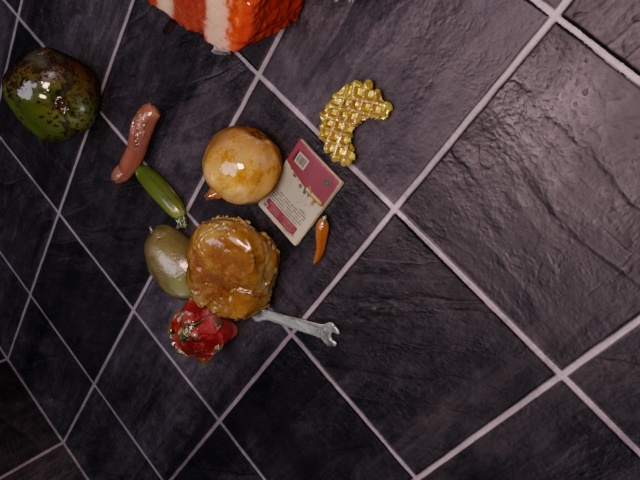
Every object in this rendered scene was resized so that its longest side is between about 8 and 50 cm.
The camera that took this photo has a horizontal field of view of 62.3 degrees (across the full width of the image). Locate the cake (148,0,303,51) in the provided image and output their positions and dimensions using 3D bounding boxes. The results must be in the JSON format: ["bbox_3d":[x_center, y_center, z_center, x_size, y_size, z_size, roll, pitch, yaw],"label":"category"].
[{"bbox_3d":[-0.200,-0.611,1.127,0.319,0.269,0.270,36,144,9],"label":"cake"}]

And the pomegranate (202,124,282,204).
[{"bbox_3d":[-0.195,-0.189,1.334,0.207,0.207,0.207,10,108,32],"label":"pomegranate"}]

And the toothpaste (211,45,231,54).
[{"bbox_3d":[-0.246,-0.597,1.344,0.089,0.057,0.235,7,97,30],"label":"toothpaste"}]

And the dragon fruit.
[{"bbox_3d":[-0.376,0.274,1.577,0.269,0.200,0.199,-23,79,37],"label":"dragon fruit"}]

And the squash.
[{"bbox_3d":[-0.481,-0.144,1.617,0.252,0.066,0.066,46,123,14],"label":"squash"}]

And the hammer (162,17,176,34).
[{"bbox_3d":[-0.387,-0.619,1.448,0.178,0.021,0.065,-34,84,36],"label":"hammer"}]

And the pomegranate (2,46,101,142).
[{"bbox_3d":[-0.849,-0.472,1.683,0.340,0.284,0.285,38,125,51],"label":"pomegranate"}]

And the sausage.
[{"bbox_3d":[-0.568,-0.290,1.627,0.078,0.078,0.304,45,122,16],"label":"sausage"}]

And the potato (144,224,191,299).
[{"bbox_3d":[-0.437,0.059,1.591,0.174,0.159,0.251,-37,93,9],"label":"potato"}]

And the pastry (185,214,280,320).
[{"bbox_3d":[-0.235,0.067,1.445,0.254,0.162,0.311,20,123,3],"label":"pastry"}]

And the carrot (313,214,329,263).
[{"bbox_3d":[0.000,0.000,1.350,0.035,0.035,0.142,23,119,27],"label":"carrot"}]

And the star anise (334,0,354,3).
[{"bbox_3d":[0.054,-0.601,1.127,0.195,0.065,0.183,30,116,36],"label":"star anise"}]

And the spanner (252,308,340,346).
[{"bbox_3d":[-0.076,0.228,1.472,0.301,0.017,0.071,13,109,31],"label":"spanner"}]

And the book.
[{"bbox_3d":[-0.056,-0.120,1.359,0.162,0.022,0.232,48,124,17],"label":"book"}]

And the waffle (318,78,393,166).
[{"bbox_3d":[0.074,-0.271,1.212,0.194,0.051,0.149,-38,81,30],"label":"waffle"}]
